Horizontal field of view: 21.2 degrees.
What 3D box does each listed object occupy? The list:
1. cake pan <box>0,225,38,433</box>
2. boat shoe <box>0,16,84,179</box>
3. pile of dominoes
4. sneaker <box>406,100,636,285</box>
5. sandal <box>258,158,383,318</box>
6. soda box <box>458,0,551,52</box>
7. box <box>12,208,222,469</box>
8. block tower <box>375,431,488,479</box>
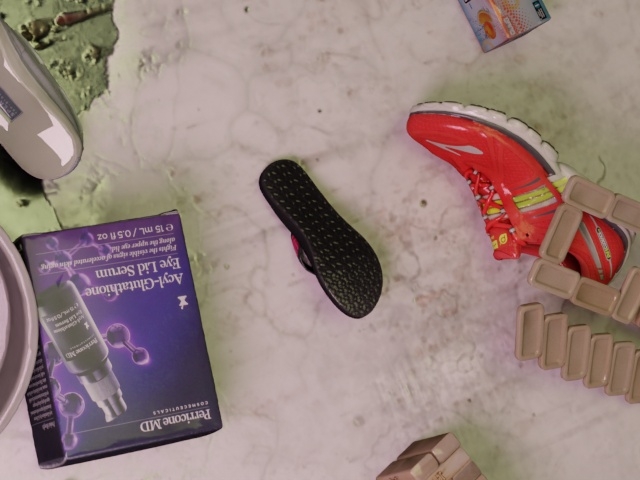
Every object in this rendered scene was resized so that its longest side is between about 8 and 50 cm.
[{"bbox_3d":[-0.389,0.074,1.455,0.293,0.054,0.293,-3,102,-12],"label":"cake pan"},{"bbox_3d":[-0.299,-0.156,1.578,0.079,0.081,0.227,-34,100,10],"label":"boat shoe"},{"bbox_3d":[0.299,0.056,1.751,0.251,0.040,0.196,21,95,-32],"label":"pile of dominoes"},{"bbox_3d":[0.197,-0.040,1.735,0.279,0.107,0.118,34,75,-12],"label":"sneaker"},{"bbox_3d":[0.000,0.000,1.688,0.067,0.040,0.179,-28,76,-29],"label":"sandal"},{"bbox_3d":[0.167,-0.294,1.796,0.063,0.058,0.183,-26,91,-24],"label":"soda box"},{"bbox_3d":[-0.191,0.091,1.552,0.153,0.108,0.207,-11,83,-24],"label":"box"},{"bbox_3d":[0.181,0.346,1.659,0.091,0.097,0.335,-40,94,-23],"label":"block tower"}]
